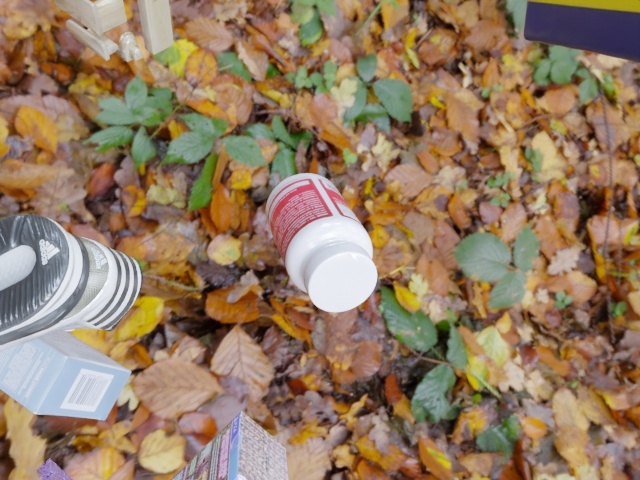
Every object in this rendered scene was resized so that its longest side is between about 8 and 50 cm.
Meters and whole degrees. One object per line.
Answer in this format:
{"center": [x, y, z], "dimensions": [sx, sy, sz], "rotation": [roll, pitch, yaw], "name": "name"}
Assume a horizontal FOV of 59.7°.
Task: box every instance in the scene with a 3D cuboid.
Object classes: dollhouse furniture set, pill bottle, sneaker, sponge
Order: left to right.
{"center": [-0.442, 0.117, 0.755], "dimensions": [0.257, 0.447, 0.169], "rotation": [36, 37, -68], "name": "sneaker"}
{"center": [-0.540, 0.559, 1.183], "dimensions": [0.031, 0.210, 0.117], "rotation": [-39, 117, -17], "name": "sponge"}
{"center": [-0.371, -0.411, 1.004], "dimensions": [0.123, 0.144, 0.151], "rotation": [36, 58, 18], "name": "dollhouse furniture set"}
{"center": [0.000, 0.000, 1.482], "dimensions": [0.229, 0.229, 0.407], "rotation": [17, 24, -26], "name": "pill bottle"}

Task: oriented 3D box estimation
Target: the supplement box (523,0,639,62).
{"center": [0.233, -0.262, 0.223], "dimensions": [0.195, 0.356, 0.194], "rotation": [-9, 28, -8], "name": "supplement box"}

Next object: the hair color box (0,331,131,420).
{"center": [-0.585, 0.218, 1.108], "dimensions": [0.374, 0.185, 0.113], "rotation": [21, 78, 26], "name": "hair color box"}

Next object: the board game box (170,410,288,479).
{"center": [-0.214, 0.544, 1.142], "dimensions": [0.141, 0.291, 0.232], "rotation": [44, 4, -13], "name": "board game box"}
